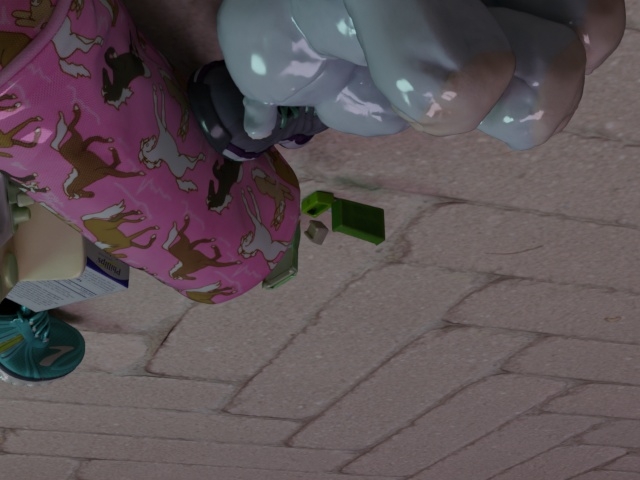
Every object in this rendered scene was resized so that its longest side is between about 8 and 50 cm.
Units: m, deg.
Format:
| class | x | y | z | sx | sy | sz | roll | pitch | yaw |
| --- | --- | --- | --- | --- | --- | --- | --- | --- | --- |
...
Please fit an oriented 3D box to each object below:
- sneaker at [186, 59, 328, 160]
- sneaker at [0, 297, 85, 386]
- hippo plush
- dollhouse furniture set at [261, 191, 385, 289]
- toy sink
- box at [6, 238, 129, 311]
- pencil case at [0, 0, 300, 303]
| class | x | y | z | sx | sy | sz | roll | pitch | yaw |
| --- | --- | --- | --- | --- | --- | --- | --- | --- | --- |
| sneaker | -0.026 | -0.122 | 0.939 | 0.098 | 0.083 | 0.223 | -25 | 180 | 20 |
| sneaker | -0.374 | 0.101 | 1.423 | 0.110 | 0.107 | 0.275 | -23 | 149 | 20 |
| hippo plush | 0.027 | -0.136 | 0.776 | 0.294 | 0.234 | 0.236 | 12 | 151 | -28 |
| dollhouse furniture set | 0.000 | 0.000 | 1.252 | 0.058 | 0.076 | 0.151 | 16 | 149 | -32 |
| toy sink | -0.342 | -0.017 | 1.048 | 0.234 | 0.153 | 0.131 | -1 | -164 | 0 |
| box | -0.297 | 0.013 | 1.266 | 0.137 | 0.072 | 0.126 | -14 | 152 | 25 |
| pencil case | -0.160 | -0.089 | 0.938 | 0.160 | 0.167 | 0.386 | -37 | 146 | 7 |
